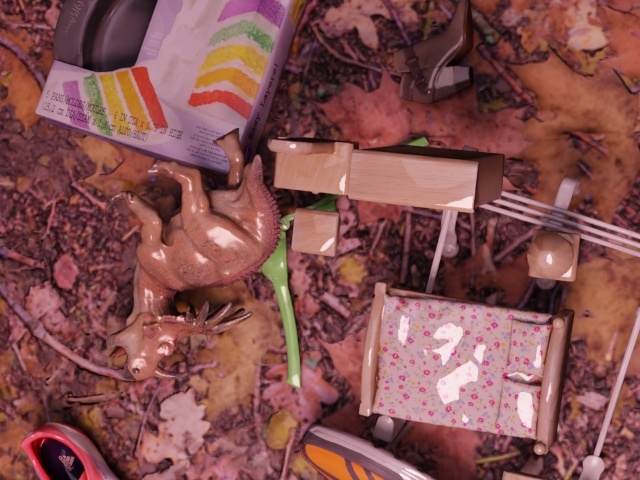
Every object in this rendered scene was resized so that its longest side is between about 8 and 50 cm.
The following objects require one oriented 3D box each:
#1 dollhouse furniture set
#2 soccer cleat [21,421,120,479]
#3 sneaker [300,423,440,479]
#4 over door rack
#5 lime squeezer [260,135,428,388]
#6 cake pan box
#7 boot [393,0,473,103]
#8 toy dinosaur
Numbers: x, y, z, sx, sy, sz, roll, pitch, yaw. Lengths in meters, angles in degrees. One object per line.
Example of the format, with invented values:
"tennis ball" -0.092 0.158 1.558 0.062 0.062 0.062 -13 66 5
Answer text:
"dollhouse furniture set" 0.076 0.089 1.218 0.303 0.174 0.355 8 97 18
"soccer cleat" -0.232 0.296 1.391 0.083 0.095 0.248 -46 75 4
"sneaker" 0.085 0.327 1.287 0.321 0.124 0.180 31 84 19
"over door rack" 0.213 0.087 1.320 0.240 0.108 0.324 19 101 16
"lime squeezer" 0.000 0.000 1.398 0.110 0.059 0.310 28 88 15
"cake pan box" -0.172 -0.218 1.464 0.267 0.070 0.245 19 85 15
"boot" 0.124 -0.209 1.408 0.087 0.042 0.118 -3 75 21
"toy dinosaur" -0.116 0.012 1.351 0.296 0.127 0.200 -32 88 34
